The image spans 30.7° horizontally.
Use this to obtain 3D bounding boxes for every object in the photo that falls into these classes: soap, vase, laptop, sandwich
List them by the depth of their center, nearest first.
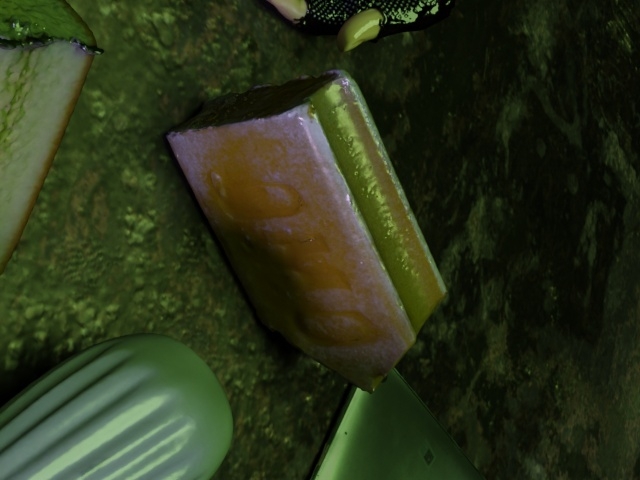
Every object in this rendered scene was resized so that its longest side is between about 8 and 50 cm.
[{"bbox_3d":[-0.234,-0.058,0.707,0.122,0.128,0.236,-7,134,-49],"label":"sandwich"},{"bbox_3d":[-0.176,0.158,0.753,0.248,0.128,0.128,-31,110,-37],"label":"vase"},{"bbox_3d":[0.000,0.000,0.940,0.080,0.160,0.258,-45,118,-40],"label":"soap"},{"bbox_3d":[0.084,0.255,1.123,0.269,0.015,0.188,52,51,-33],"label":"laptop"}]

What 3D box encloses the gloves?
[{"bbox_3d":[0.024,-0.234,1.060,0.180,0.106,0.129,-12,95,-21],"label":"gloves"}]
